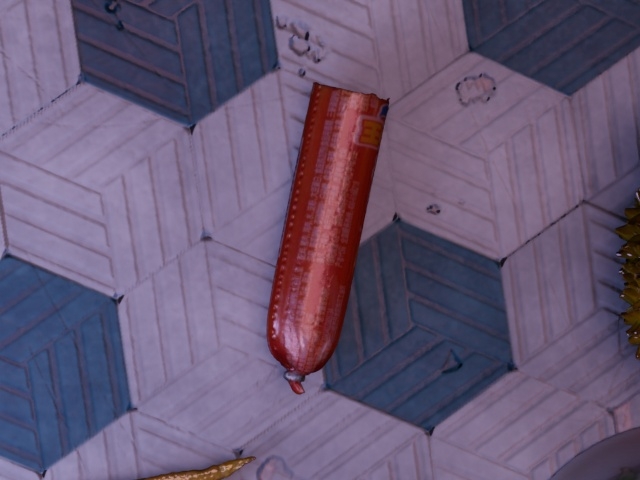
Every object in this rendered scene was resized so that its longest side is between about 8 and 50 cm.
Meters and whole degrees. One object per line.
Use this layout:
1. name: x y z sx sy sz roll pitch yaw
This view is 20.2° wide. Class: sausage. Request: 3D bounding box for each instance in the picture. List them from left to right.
1. sausage: 0.000 0.000 1.583 0.074 0.074 0.274 12 89 -8

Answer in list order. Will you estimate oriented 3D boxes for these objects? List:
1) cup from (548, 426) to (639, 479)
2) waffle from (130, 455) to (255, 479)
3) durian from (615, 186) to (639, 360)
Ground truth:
1. cup: 0.342 0.341 1.594 0.347 0.163 0.347 0 90 -8
2. waffle: -0.145 0.264 1.585 0.191 0.032 0.125 -7 90 -7
3. durian: 0.387 0.008 1.565 0.258 0.258 0.292 3 80 -8
